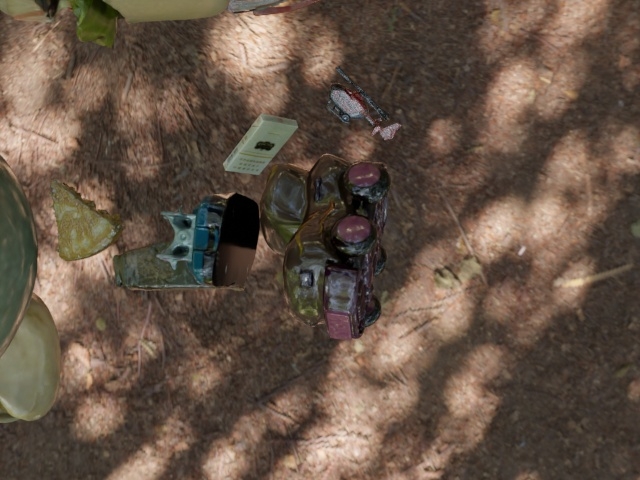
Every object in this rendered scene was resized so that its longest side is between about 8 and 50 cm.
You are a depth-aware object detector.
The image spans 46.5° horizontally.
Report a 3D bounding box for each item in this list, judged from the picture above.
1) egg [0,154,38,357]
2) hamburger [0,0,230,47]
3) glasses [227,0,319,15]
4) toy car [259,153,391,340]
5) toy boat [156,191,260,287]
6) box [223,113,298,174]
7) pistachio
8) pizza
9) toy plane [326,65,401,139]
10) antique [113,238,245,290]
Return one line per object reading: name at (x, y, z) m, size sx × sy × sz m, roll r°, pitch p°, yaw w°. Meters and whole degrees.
egg at (-0.378, 0.037, 0.584) m, size 0.352 × 0.258 × 0.258 m, roll -24°, pitch 118°, yaw 29°
hamburger at (-0.119, -0.263, 0.420) m, size 0.170 × 0.302 × 0.302 m, roll 5°, pitch 107°, yaw -12°
glasses at (-0.010, -0.444, 1.347) m, size 0.268 × 0.234 × 0.118 m, roll -27°, pitch 100°, yaw 16°
toy car at (0.000, 0.000, 1.333) m, size 0.240 × 0.341 × 0.271 m, roll 7°, pitch 144°, yaw 10°
toy boat at (-0.157, -0.002, 1.085) m, size 0.092 × 0.299 × 0.134 m, roll 7°, pitch 87°, yaw 4°
box at (-0.128, -0.201, 1.576) m, size 0.090 × 0.024 × 0.167 m, roll 4°, pitch 143°, yaw -39°
pistachio at (-0.722, 0.263, 1.745) m, size 0.238 × 0.229 × 0.321 m, roll 4°, pitch 75°, yaw -55°
pizza at (-0.562, -0.058, 1.728) m, size 0.188 × 0.062 × 0.199 m, roll -22°, pitch 103°, yaw 15°
toy plane at (0.061, -0.209, 1.174) m, size 0.145 × 0.037 × 0.060 m, roll 40°, pitch 116°, yaw -15°
antique at (-0.318, 0.057, 1.674) m, size 0.284 × 0.125 × 0.150 m, roll -8°, pitch 83°, yaw -7°
